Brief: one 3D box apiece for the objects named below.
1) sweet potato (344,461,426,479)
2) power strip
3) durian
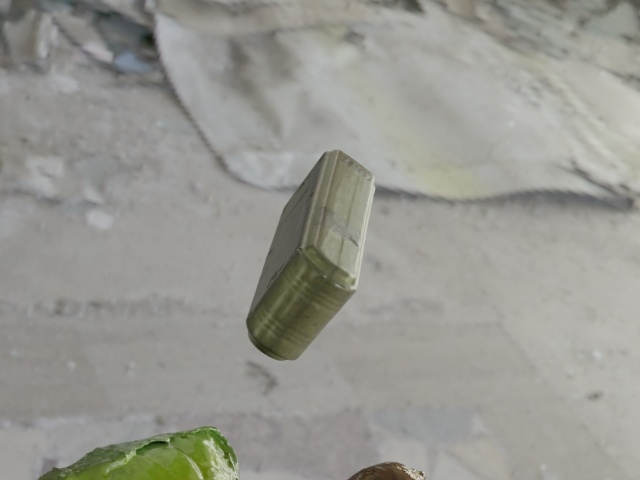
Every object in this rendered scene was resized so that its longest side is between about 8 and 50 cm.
[{"bbox_3d":[-0.013,0.300,1.488,0.292,0.097,0.097,-15,44,-30],"label":"sweet potato"},{"bbox_3d":[0.000,0.000,1.246,0.066,0.092,0.387,37,16,-7],"label":"power strip"},{"bbox_3d":[-0.147,0.226,1.128,0.139,0.101,0.250,46,39,12],"label":"durian"}]
